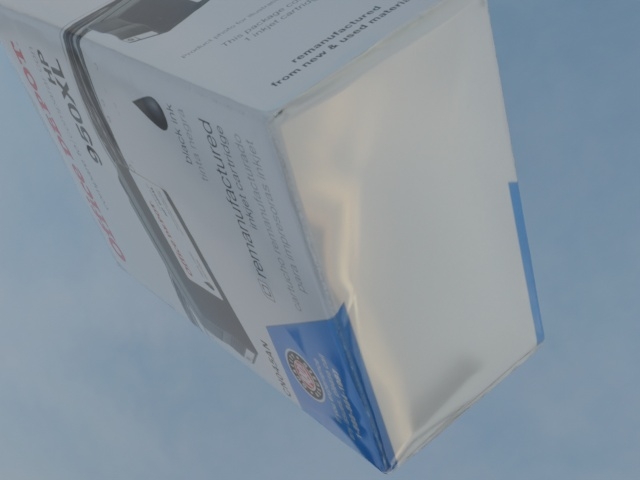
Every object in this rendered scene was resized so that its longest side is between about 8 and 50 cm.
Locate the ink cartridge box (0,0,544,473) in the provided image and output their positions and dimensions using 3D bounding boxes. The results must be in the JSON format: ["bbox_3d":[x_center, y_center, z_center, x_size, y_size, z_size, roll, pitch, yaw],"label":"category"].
[{"bbox_3d":[-0.051,-0.058,0.717,0.395,0.166,0.285,29,-34,46],"label":"ink cartridge box"}]
